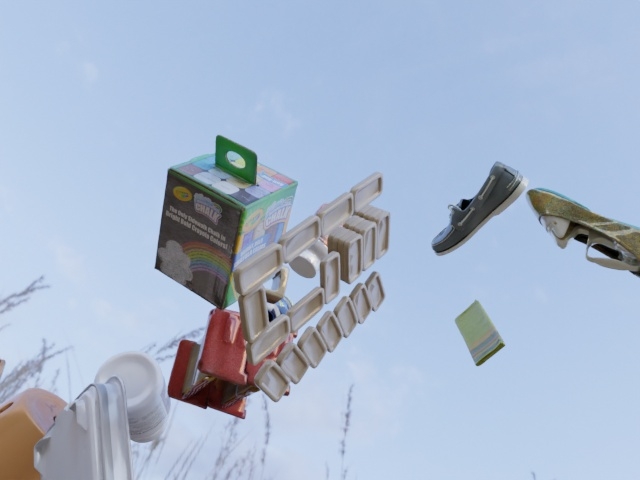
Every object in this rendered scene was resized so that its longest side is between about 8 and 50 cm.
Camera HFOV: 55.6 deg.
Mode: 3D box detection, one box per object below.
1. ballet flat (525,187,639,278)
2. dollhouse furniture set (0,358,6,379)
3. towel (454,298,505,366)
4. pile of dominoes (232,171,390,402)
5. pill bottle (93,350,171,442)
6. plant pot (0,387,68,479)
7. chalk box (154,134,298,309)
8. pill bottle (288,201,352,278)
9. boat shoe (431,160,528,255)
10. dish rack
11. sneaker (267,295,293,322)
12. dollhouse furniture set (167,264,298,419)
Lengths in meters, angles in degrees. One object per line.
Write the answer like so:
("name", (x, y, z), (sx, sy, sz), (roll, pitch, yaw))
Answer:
("ballet flat", (0.607, -0.014, 1.383), (0.348, 0.123, 0.123), (29, -47, 32))
("dollhouse furniture set", (-0.523, 0.124, 0.820), (0.135, 0.262, 0.259), (7, -41, -12))
("towel", (0.458, 0.265, 1.774), (0.102, 0.237, 0.021), (-43, -69, 15))
("pile of dominoes", (-0.006, 0.046, 0.666), (0.040, 0.251, 0.196), (22, -50, 32))
("pill bottle", (-0.379, 0.333, 1.256), (0.131, 0.131, 0.229), (9, -36, 1))
("plant pot", (-0.620, 0.452, 1.275), (0.203, 0.291, 0.291), (-44, -67, -4))
("chalk box", (-0.127, -0.041, 0.840), (0.132, 0.132, 0.213), (29, -59, 20))
("pill bottle", (0.000, 0.000, 1.216), (0.086, 0.152, 0.086), (23, -36, 18))
("boat shoe", (0.379, -0.080, 1.548), (0.099, 0.116, 0.319), (39, -50, -6))
("dish rack", (-0.394, 0.413, 0.982), (0.072, 0.333, 0.285), (14, -44, -39))
("sneaker", (-0.092, 0.174, 1.144), (0.053, 0.059, 0.144), (19, -71, 45))
("dollhouse furniture set", (-0.136, 0.102, 1.084), (0.152, 0.374, 0.201), (20, -32, -20))
